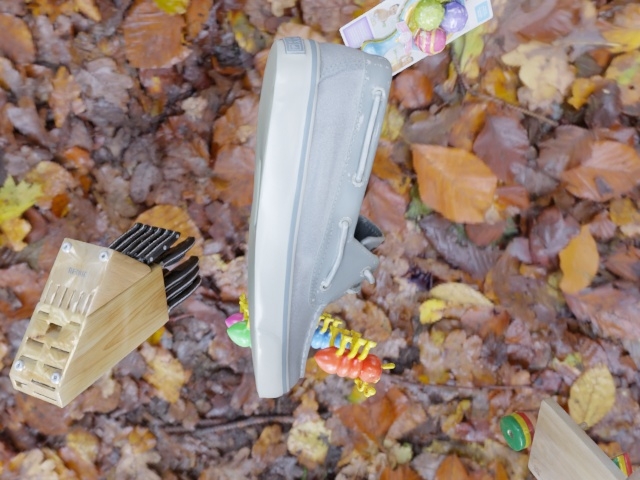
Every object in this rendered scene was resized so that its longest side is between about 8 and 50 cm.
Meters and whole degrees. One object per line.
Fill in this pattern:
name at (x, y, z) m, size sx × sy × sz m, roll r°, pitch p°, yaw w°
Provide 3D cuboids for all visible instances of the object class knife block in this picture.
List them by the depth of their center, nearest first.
knife block at (-0.276, 0.100, 0.978) m, size 0.088 × 0.242 × 0.276 m, roll 12°, pitch 76°, yaw 25°

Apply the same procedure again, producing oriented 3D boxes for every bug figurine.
bug figurine at (-0.025, 0.137, 0.957) m, size 0.216 × 0.279 × 0.072 m, roll 17°, pitch 89°, yaw -9°

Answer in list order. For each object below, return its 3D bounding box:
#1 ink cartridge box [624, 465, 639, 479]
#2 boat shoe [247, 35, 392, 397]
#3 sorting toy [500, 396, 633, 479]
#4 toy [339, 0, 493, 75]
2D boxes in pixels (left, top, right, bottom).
ink cartridge box at (0.091, 0.285, 0.307) m, size 0.166 × 0.395 × 0.285 m, roll 42°, pitch 108°, yaw 31°
boat shoe at (0.000, -0.001, 0.409) m, size 0.081 × 0.079 × 0.228 m, roll 2°, pitch 117°, yaw -10°
sorting toy at (0.311, 0.269, 0.793) m, size 0.046 × 0.274 × 0.132 m, roll -17°, pitch 128°, yaw -17°
toy at (0.159, -0.322, 1.056) m, size 0.237 × 0.056 × 0.137 m, roll -27°, pitch 143°, yaw 5°
